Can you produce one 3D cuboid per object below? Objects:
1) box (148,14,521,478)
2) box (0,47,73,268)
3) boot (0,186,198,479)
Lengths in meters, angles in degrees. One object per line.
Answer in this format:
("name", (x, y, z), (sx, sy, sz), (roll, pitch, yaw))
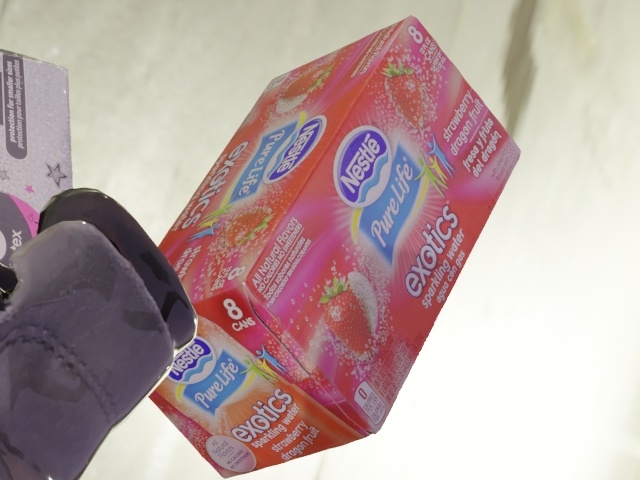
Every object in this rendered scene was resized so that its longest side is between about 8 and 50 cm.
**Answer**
("box", (0.000, 0.000, 1.122), (0.122, 0.128, 0.257), (50, 45, -20))
("box", (-0.260, -0.006, 1.288), (0.142, 0.163, 0.247), (-46, -140, 44))
("boot", (-0.150, 0.052, 0.243), (0.338, 0.118, 0.223), (31, 76, -65))
